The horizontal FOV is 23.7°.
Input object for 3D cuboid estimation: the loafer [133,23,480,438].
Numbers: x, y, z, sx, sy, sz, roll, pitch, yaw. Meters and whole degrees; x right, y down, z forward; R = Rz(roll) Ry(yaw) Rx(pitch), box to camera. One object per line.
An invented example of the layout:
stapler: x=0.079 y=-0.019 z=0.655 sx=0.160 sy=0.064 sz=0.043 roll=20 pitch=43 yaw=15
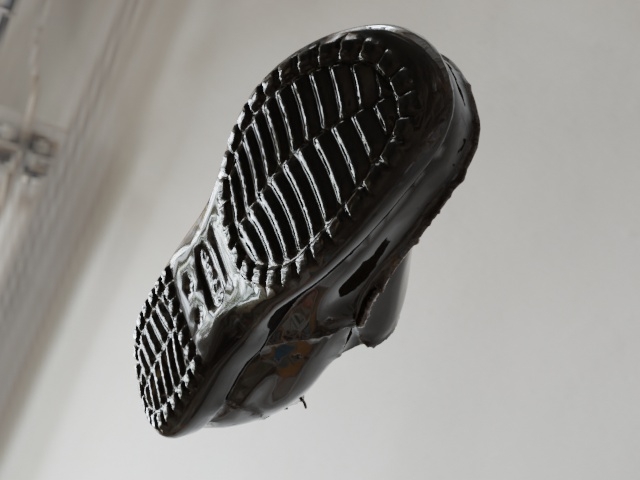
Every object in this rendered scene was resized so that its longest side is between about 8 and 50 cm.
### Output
loafer: x=0.000 y=0.000 z=0.577 sx=0.220 sy=0.078 sz=0.080 roll=-49 pitch=-131 yaw=46
